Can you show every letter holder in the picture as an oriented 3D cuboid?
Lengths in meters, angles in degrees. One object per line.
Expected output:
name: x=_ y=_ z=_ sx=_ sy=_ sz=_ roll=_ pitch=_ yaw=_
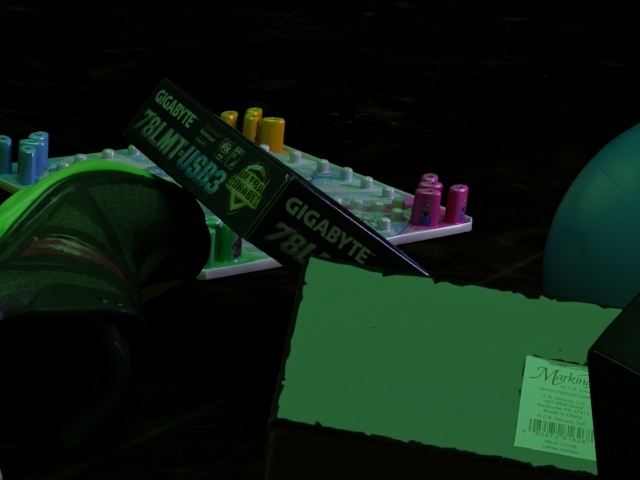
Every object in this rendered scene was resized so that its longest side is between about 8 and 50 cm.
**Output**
letter holder: x=0.117 y=0.156 z=1.411 sx=0.302 sy=0.214 sz=0.152 roll=10 pitch=49 yaw=2

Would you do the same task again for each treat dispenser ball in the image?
treat dispenser ball: x=0.319 y=0.034 z=1.583 sx=0.288 sy=0.288 sz=0.288 roll=5 pitch=17 yaw=-2

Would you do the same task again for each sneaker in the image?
sneaker: x=-0.219 y=0.072 z=1.568 sx=0.202 sy=0.185 sz=0.483 roll=34 pitch=27 yaw=16

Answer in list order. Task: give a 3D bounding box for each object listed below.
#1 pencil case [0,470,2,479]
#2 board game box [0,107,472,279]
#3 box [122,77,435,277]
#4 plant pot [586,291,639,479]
pencil case: x=-0.260 y=0.189 z=1.213 sx=0.124 sy=0.113 sz=0.273 roll=47 pitch=9 yaw=-15
board game box: x=-0.099 y=-0.063 z=2.161 sx=0.390 sy=0.050 sz=0.390 roll=-10 pitch=23 yaw=-40
box: x=0.000 y=0.000 z=1.715 sx=0.293 sy=0.073 sz=0.295 roll=35 pitch=2 yaw=-31
plant pot: x=0.263 y=0.109 z=1.170 sx=0.167 sy=0.187 sz=0.188 roll=-22 pitch=29 yaw=-26
